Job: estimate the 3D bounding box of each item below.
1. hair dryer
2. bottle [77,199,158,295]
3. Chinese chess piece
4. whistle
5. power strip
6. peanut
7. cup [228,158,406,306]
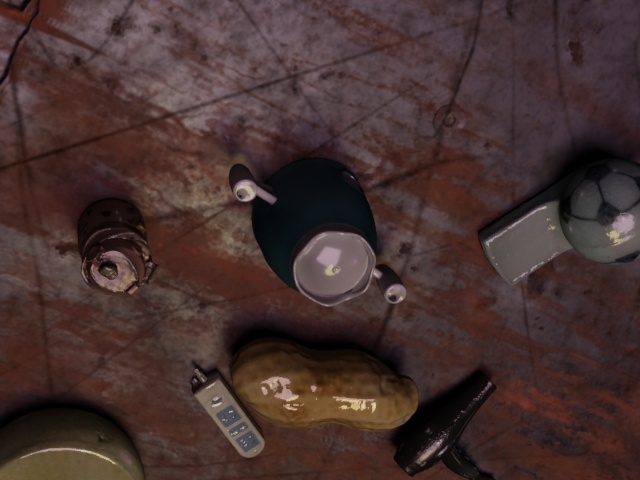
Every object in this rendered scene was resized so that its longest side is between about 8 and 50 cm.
[{"bbox_3d":[0.235,0.327,1.804,0.195,0.075,0.219,-44,129,0],"label":"hair dryer"},{"bbox_3d":[-0.262,0.018,1.454,0.099,0.152,0.098,-7,118,-13],"label":"bottle"},{"bbox_3d":[-0.378,0.359,1.629,0.250,0.101,0.250,-6,118,-11],"label":"Chinese chess piece"},{"bbox_3d":[0.381,-0.022,1.596,0.290,0.163,0.163,-34,120,4],"label":"whistle"},{"bbox_3d":[-0.137,0.254,1.678,0.048,0.030,0.191,-31,120,2],"label":"power strip"},{"bbox_3d":[0.007,0.215,1.640,0.290,0.130,0.130,9,114,-17],"label":"peanut"},{"bbox_3d":[0.000,0.000,1.500,0.300,0.173,0.167,34,106,-27],"label":"cup"}]
